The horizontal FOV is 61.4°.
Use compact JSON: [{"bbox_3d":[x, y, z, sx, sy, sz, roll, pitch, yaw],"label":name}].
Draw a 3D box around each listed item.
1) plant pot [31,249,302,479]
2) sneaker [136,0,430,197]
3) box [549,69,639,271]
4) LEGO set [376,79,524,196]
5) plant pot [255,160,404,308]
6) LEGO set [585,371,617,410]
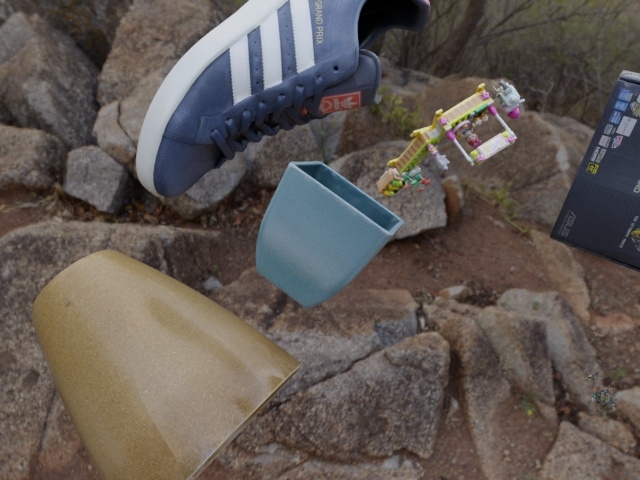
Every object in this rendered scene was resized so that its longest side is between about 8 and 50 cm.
[{"bbox_3d":[-0.191,0.137,0.609,0.254,0.237,0.237,44,47,9],"label":"plant pot"},{"bbox_3d":[-0.028,-0.156,0.543,0.148,0.131,0.350,41,88,7],"label":"sneaker"},{"bbox_3d":[0.424,-0.075,0.678,0.184,0.232,0.059,24,36,21],"label":"box"},{"bbox_3d":[0.219,-0.146,0.907,0.107,0.287,0.132,57,19,14],"label":"LEGO set"},{"bbox_3d":[0.000,0.000,1.175,0.248,0.252,0.247,36,15,7],"label":"plant pot"},{"bbox_3d":[0.603,0.325,1.156,0.054,0.023,0.083,-13,75,9],"label":"LEGO set"}]
